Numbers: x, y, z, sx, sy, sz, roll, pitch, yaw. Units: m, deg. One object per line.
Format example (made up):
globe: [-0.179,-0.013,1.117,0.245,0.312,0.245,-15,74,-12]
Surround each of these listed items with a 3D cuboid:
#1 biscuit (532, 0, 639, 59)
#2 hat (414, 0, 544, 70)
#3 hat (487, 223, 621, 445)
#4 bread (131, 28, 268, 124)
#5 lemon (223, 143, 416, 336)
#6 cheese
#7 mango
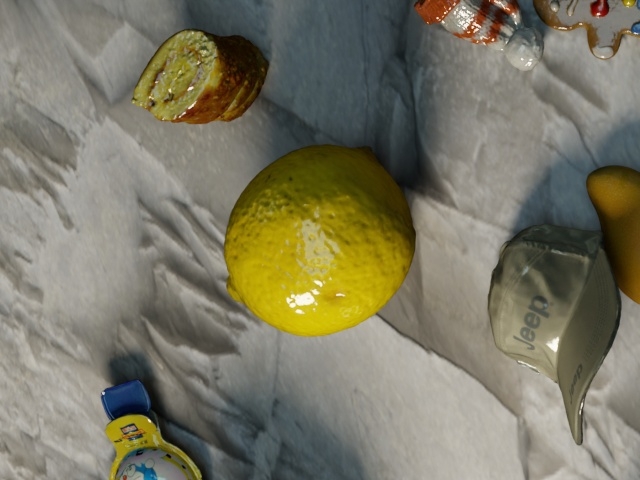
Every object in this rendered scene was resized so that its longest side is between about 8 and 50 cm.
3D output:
biscuit: [0.356,-0.286,1.212,0.205,0.031,0.138,9,98,19]
hat: [0.207,-0.273,1.246,0.162,0.093,0.112,39,116,-7]
hat: [0.257,0.101,1.175,0.149,0.245,0.214,14,114,12]
bread: [-0.148,-0.209,1.314,0.103,0.172,0.132,42,107,11]
lemon: [-0.005,0.006,1.259,0.228,0.228,0.253,44,110,10]
cheese: [-0.250,0.324,1.453,0.156,0.064,0.250,-20,91,18]
mango: [0.381,-0.007,1.202,0.102,0.085,0.184,-26,75,26]
